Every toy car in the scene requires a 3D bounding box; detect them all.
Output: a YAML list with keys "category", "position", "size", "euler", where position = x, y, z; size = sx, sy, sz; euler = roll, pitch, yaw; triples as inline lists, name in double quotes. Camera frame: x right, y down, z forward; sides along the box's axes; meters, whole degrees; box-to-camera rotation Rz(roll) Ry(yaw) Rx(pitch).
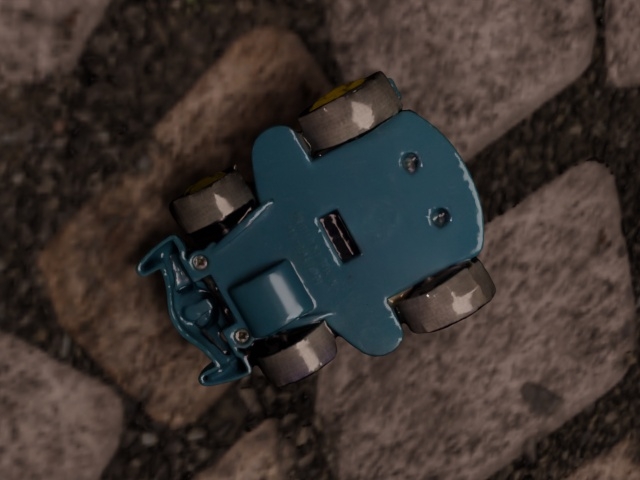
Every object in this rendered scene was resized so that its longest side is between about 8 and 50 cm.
- category: "toy car"
  position: [0.000, 0.000, 0.772]
  size: [0.161, 0.098, 0.126]
  euler: [-29, 98, 6]
